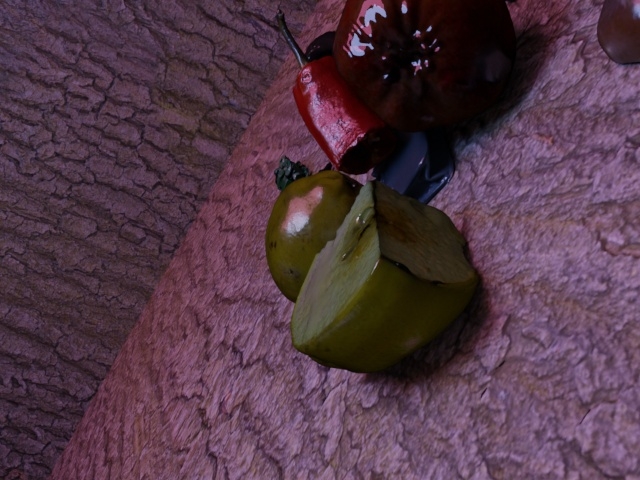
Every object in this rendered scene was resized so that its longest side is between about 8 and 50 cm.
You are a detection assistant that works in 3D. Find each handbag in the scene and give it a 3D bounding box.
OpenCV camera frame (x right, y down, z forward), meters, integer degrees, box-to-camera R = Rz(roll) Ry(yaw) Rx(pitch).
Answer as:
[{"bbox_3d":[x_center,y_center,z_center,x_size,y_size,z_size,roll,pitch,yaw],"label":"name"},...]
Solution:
[{"bbox_3d":[0.158,-0.138,1.321,0.179,0.062,0.229,-49,22,31],"label":"handbag"}]

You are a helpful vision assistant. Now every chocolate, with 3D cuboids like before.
[{"bbox_3d":[0.433,-0.354,0.899,0.254,0.080,0.157,-62,19,-4],"label":"chocolate"}]

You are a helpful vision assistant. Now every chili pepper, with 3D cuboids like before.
[{"bbox_3d":[0.012,-0.281,1.376,0.134,0.131,0.338,-50,61,31],"label":"chili pepper"}]

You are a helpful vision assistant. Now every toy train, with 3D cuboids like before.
[{"bbox_3d":[-0.086,-0.175,1.997,0.178,0.071,0.105,-125,55,-68],"label":"toy train"}]

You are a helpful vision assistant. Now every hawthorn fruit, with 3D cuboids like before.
[{"bbox_3d":[0.182,-0.334,1.212,0.308,0.308,0.324,-54,-15,18],"label":"hawthorn fruit"}]

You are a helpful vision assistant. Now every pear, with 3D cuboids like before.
[{"bbox_3d":[0.079,0.091,1.033,0.282,0.176,0.286,-54,15,24],"label":"pear"},{"bbox_3d":[0.000,0.000,1.308,0.212,0.212,0.269,-97,28,-60],"label":"pear"}]

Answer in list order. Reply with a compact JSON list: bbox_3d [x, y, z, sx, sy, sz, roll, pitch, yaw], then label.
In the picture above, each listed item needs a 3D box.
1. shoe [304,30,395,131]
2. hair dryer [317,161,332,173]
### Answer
[{"bbox_3d":[0.072,-0.379,1.617,0.171,0.237,0.384,-50,22,28],"label":"shoe"},{"bbox_3d":[-0.042,-0.094,1.774,0.248,0.070,0.114,-62,19,-17],"label":"hair dryer"}]
